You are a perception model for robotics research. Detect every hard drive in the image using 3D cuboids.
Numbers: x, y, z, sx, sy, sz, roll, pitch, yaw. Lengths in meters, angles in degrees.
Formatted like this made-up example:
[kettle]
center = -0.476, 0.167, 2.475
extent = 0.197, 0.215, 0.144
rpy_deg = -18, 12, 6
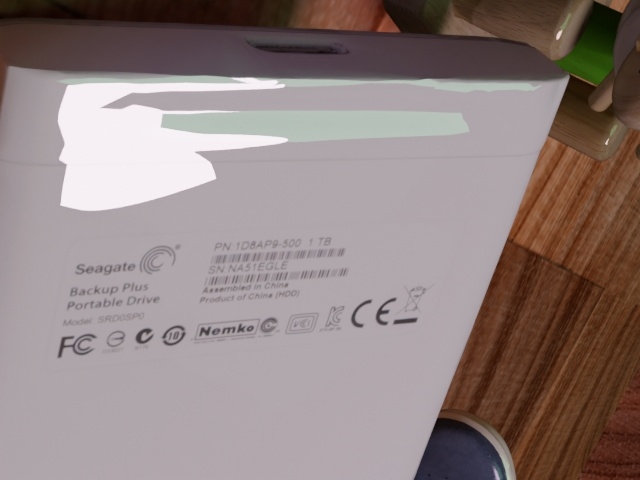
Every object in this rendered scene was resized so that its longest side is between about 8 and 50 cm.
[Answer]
[hard drive]
center = -0.051, 0.079, 0.573
extent = 0.233, 0.047, 0.353
rpy_deg = -3, 125, -32

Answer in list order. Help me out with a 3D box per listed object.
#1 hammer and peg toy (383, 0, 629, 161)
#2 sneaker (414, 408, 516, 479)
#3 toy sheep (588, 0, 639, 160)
[hammer and peg toy]
center = 0.120, -0.196, 0.625
extent = 0.266, 0.127, 0.361
rpy_deg = -60, 159, -1
[sneaker]
center = 0.042, 0.299, 1.081
extent = 0.350, 0.131, 0.148
rpy_deg = -66, 163, 15
[toy sheep]
center = 0.173, -0.084, 0.598
extent = 0.132, 0.091, 0.091
rpy_deg = -36, 149, -34
